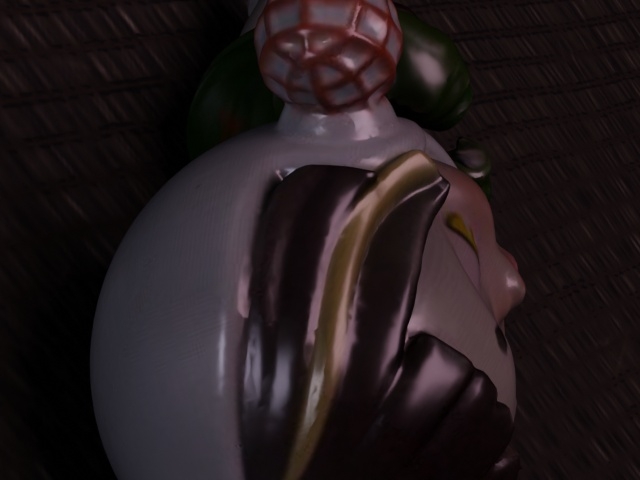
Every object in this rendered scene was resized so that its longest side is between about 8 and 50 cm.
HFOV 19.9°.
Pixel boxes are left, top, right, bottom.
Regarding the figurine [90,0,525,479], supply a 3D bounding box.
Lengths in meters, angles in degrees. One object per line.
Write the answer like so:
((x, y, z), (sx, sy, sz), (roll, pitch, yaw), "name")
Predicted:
((0.000, 0.000, 0.754), (0.370, 0.167, 0.281), (-85, 166, -48), "figurine")
